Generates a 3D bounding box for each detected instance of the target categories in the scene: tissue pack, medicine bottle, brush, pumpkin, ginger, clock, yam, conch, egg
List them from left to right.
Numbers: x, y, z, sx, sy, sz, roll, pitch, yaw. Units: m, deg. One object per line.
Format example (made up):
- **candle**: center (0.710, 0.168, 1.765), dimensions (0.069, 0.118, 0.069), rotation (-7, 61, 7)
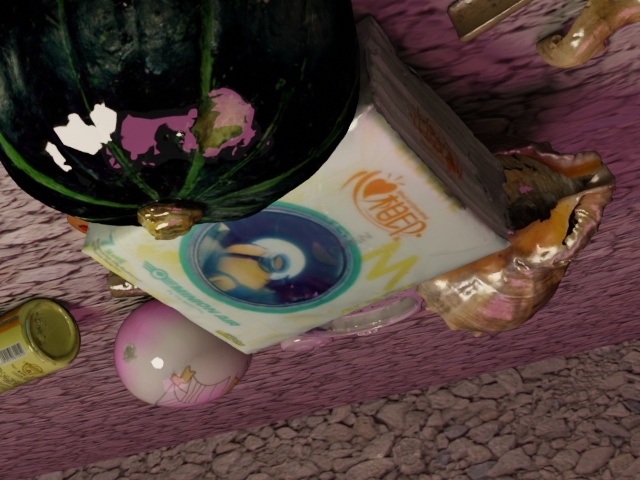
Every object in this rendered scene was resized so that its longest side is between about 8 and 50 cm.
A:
- **medicine bottle**: center (-0.511, 0.182, 1.528), dimensions (0.239, 0.124, 0.124), rotation (-22, 158, 28)
- **pumpkin**: center (-0.120, -0.118, 0.766), dimensions (0.315, 0.238, 0.315), rotation (-9, 165, -3)
- **egg**: center (-0.227, 0.192, 1.600), dimensions (0.196, 0.196, 0.271), rotation (-21, 152, 24)
- **yam**: center (-0.182, 0.054, 1.428), dimensions (0.274, 0.061, 0.061), rotation (-6, 160, -3)
- **tissue pack**: center (-0.023, -0.036, 1.052), dimensions (0.388, 0.162, 0.287), rotation (-25, 135, 29)
- **clock**: center (0.066, 0.083, 1.595), dimensions (0.322, 0.113, 0.295), rotation (-13, 160, -1)
- **conch**: center (0.220, -0.041, 1.237), dimensions (0.297, 0.210, 0.352), rotation (23, 129, -21)
- **brush**: center (0.224, -0.257, 0.866), dimensions (0.248, 0.043, 0.036), rotation (-28, 161, 39)
- **ginger**: center (0.339, -0.240, 0.936), dimensions (0.288, 0.075, 0.089), rotation (-27, 114, 40)

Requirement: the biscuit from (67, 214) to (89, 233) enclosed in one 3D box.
- **biscuit**: center (-0.239, 0.010, 1.251), dimensions (0.165, 0.036, 0.250), rotation (-2, 157, 32)
